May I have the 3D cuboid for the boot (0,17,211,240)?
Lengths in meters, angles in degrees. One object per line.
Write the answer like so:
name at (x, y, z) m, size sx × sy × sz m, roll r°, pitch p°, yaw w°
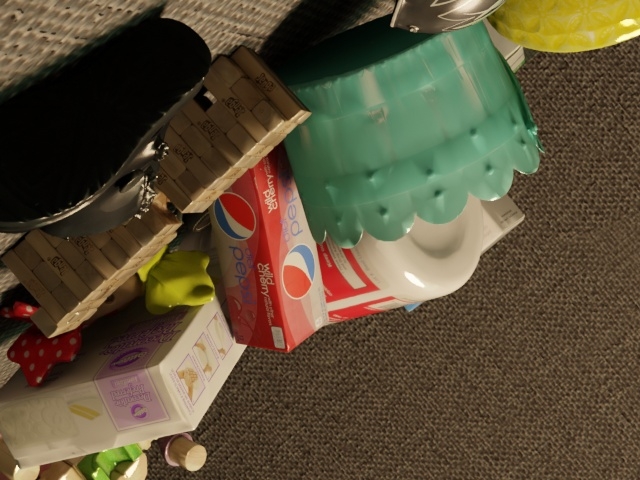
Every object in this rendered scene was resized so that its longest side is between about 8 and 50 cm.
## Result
boot at (-0.197, -0.050, 1.099) m, size 0.246 × 0.094 × 0.207 m, roll -45°, pitch 175°, yaw -34°

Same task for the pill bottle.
pill bottle at (0.000, 0.000, 1.879) m, size 0.408 × 0.229 × 0.229 m, roll -17°, pitch -167°, yaw 43°

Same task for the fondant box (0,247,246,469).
fondant box at (-0.218, 0.130, 1.679) m, size 0.238 × 0.096 × 0.330 m, roll -15°, pitch -160°, yaw 22°

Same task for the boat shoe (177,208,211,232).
boat shoe at (-0.106, -0.071, 1.791) m, size 0.228 × 0.068 × 0.081 m, roll -45°, pitch 174°, yaw 40°

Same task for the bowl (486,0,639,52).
bowl at (0.283, -0.358, 1.487) m, size 0.289 × 0.289 × 0.156 m, roll -40°, pitch 133°, yaw -7°

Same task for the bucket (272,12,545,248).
bucket at (0.084, -0.134, 1.496) m, size 0.281 × 0.183 × 0.281 m, roll -20°, pitch -163°, yaw 6°

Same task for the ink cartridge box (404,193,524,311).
ink cartridge box at (0.143, -0.077, 2.272) m, size 0.223 × 0.307 × 0.129 m, roll -43°, pitch 173°, yaw 29°

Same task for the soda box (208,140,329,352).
soda box at (-0.065, -0.009, 1.605) m, size 0.083 × 0.263 × 0.092 m, roll 7°, pitch -152°, yaw 35°

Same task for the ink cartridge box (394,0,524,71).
ink cartridge box at (0.182, -0.265, 1.774) m, size 0.087 × 0.153 × 0.208 m, roll -42°, pitch 176°, yaw 8°

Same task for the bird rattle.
bird rattle at (-0.253, 0.066, 1.620) m, size 0.253 × 0.143 × 0.207 m, roll -37°, pitch -169°, yaw -4°

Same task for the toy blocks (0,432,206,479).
toy blocks at (-0.374, 0.300, 2.081) m, size 0.260 × 0.309 × 0.288 m, roll 18°, pitch -124°, yaw 44°

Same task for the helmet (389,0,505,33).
helmet at (0.099, -0.256, 1.128) m, size 0.169 × 0.161 × 0.169 m, roll -40°, pitch 175°, yaw -4°

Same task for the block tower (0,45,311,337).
block tower at (-0.169, -0.049, 1.380) m, size 0.335 × 0.097 × 0.091 m, roll -43°, pitch 175°, yaw 9°
